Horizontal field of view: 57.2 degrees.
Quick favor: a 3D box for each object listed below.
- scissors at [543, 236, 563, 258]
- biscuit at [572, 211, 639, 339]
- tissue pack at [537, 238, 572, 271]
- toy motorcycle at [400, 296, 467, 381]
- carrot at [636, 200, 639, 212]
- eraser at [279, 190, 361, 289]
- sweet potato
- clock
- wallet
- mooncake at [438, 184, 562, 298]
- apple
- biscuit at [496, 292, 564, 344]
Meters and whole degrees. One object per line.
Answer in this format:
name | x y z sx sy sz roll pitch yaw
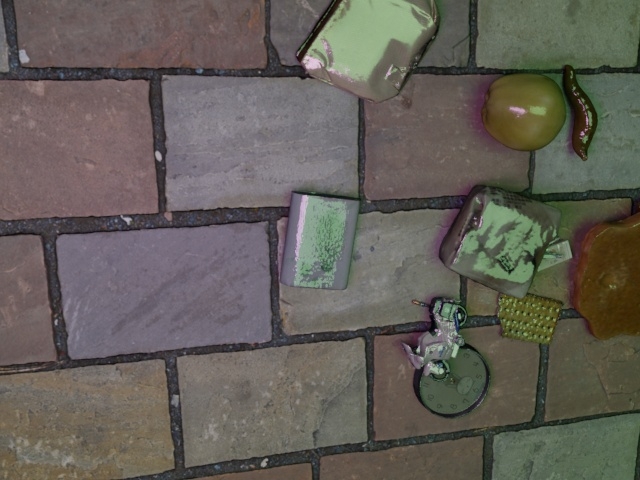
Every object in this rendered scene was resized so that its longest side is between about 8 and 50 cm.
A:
scissors | 0.551 0.030 1.564 0.187 0.020 0.133 -8 98 0
biscuit | 0.871 0.099 1.623 0.365 0.062 0.385 -12 114 -5
tissue pack | 0.627 0.040 1.595 0.108 0.023 0.056 -19 103 -7
toy motorcycle | 0.293 0.247 1.522 0.150 0.102 0.221 18 88 -4
carrot | 0.967 -0.058 1.629 0.225 0.067 0.067 27 95 -18
eraser | 0.000 0.000 1.424 0.174 0.081 0.226 6 99 -14
sweet potato | 0.674 -0.332 1.513 0.069 0.059 0.249 -12 100 3
clock | 0.360 0.383 1.601 0.215 0.042 0.214 -2 102 -11
wallet | 0.121 -0.489 1.360 0.275 0.068 0.335 32 100 -13
mooncake | 0.448 -0.006 1.485 0.255 0.136 0.250 21 97 -7
apple | 0.487 -0.311 1.412 0.200 0.200 0.199 -2 102 -12
biscuit | 0.570 0.215 1.624 0.203 0.016 0.143 11 99 -15
